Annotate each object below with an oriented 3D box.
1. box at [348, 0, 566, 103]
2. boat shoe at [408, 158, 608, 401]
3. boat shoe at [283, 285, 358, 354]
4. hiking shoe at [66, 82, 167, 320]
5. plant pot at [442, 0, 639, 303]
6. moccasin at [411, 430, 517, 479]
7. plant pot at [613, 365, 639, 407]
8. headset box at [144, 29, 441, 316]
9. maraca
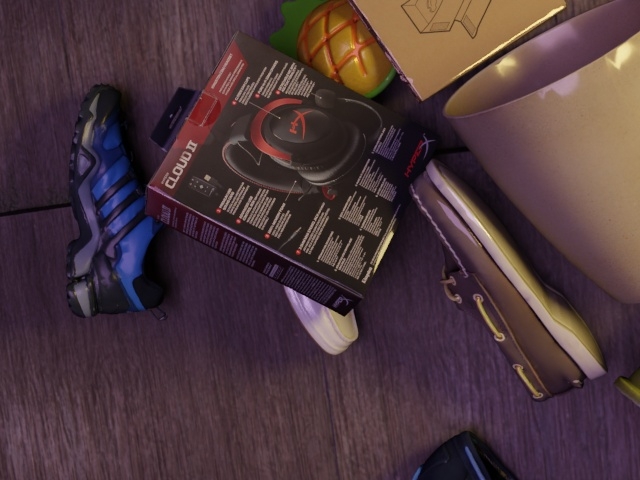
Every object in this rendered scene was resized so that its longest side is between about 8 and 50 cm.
[{"bbox_3d":[0.147,-0.273,1.247,0.201,0.021,0.164,-34,86,-7],"label":"box"},{"bbox_3d":[0.194,0.052,1.241,0.097,0.116,0.324,-34,111,20],"label":"boat shoe"},{"bbox_3d":[0.000,0.000,1.348,0.096,0.098,0.277,-20,90,22],"label":"boat shoe"},{"bbox_3d":[-0.260,-0.050,1.448,0.132,0.113,0.303,1,93,-11],"label":"hiking shoe"},{"bbox_3d":[0.304,-0.080,1.172,0.257,0.256,0.274,-25,106,21],"label":"plant pot"},{"bbox_3d":[0.260,0.361,1.292,0.342,0.138,0.116,39,104,9],"label":"moccasin"},{"bbox_3d":[0.486,0.118,1.127,0.276,0.276,0.253,33,95,12],"label":"plant pot"},{"bbox_3d":[-0.046,-0.081,1.259,0.293,0.110,0.218,27,71,-2],"label":"headset box"},{"bbox_3d":[0.017,-0.232,1.310,0.186,0.099,0.127,26,96,32],"label":"maraca"}]
